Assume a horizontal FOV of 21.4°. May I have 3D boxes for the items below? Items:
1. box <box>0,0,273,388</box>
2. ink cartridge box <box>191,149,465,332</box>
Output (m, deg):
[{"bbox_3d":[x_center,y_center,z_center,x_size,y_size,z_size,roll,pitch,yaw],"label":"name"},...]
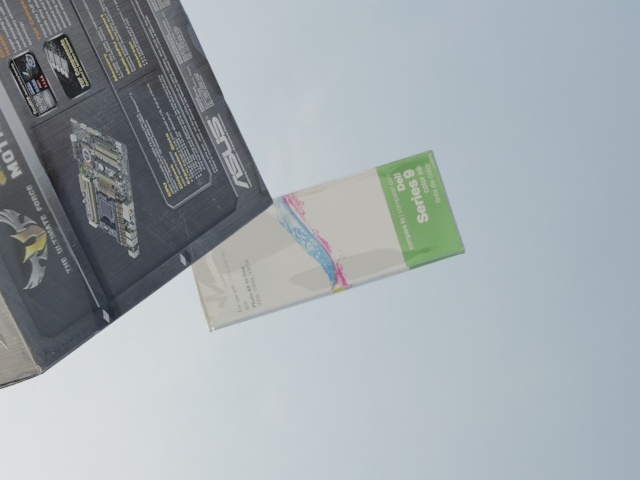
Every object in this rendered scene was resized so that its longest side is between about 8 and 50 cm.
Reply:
[{"bbox_3d":[-0.130,-0.077,0.715,0.056,0.231,0.183,-16,-166,37],"label":"box"},{"bbox_3d":[0.000,0.000,1.387,0.212,0.093,0.154,-19,-179,0],"label":"ink cartridge box"}]
